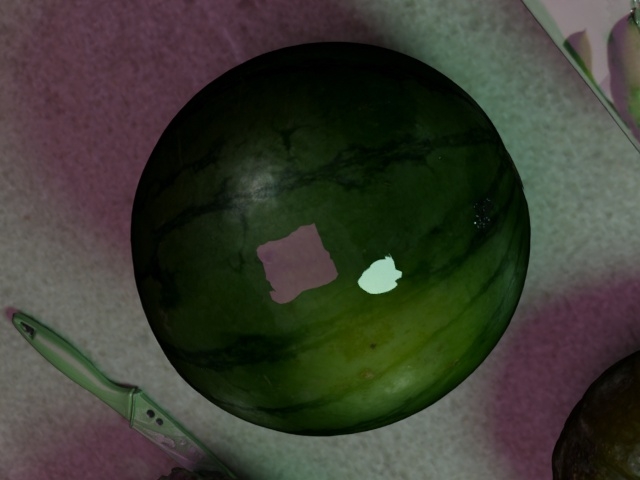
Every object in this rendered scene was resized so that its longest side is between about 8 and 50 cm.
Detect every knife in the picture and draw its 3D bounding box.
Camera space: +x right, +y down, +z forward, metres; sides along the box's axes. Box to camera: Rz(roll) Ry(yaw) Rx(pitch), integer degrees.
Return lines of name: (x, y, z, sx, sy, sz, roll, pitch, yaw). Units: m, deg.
knife: (-0.142, 0.116, 1.237, 0.207, 0.014, 0.030, 38, 116, 2)

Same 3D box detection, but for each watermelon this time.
watermelon: (0.005, -0.001, 1.024, 0.242, 0.242, 0.242, 6, 109, 17)

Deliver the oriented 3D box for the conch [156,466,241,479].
conch: (-0.064, 0.241, 1.175, 0.245, 0.178, 0.163, 8, 69, -11)

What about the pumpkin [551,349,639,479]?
pumpkin: (0.244, 0.155, 1.036, 0.219, 0.162, 0.219, 8, 114, 18)

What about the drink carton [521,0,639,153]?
drink carton: (0.188, -0.208, 0.950, 0.194, 0.132, 0.324, -36, 95, 25)
